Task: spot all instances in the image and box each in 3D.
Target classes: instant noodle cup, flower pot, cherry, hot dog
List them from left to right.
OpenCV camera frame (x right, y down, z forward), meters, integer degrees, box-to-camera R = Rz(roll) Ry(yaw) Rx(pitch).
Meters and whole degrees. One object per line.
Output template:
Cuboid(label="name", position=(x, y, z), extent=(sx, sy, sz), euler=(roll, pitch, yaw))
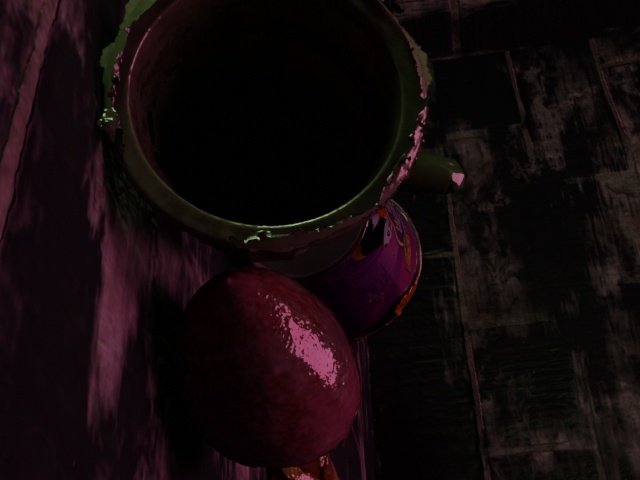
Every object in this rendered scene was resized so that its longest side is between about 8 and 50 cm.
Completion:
Cuboid(label="cherry", position=(-0.056, 0.113, 0.925), extent=(0.250, 0.175, 0.192), euler=(73, 3, -50))
Cuboid(label="flower pot", position=(-0.048, -0.099, 0.920), extent=(0.259, 0.290, 0.290), euler=(98, -12, -74))
Cuboid(label="hot dog", position=(-0.011, 0.363, 1.384), extent=(0.123, 0.093, 0.261), euler=(-90, 171, -48))
Cuboid(label="instant noodle cup", position=(0.000, 0.000, 1.330), extent=(0.190, 0.251, 0.251), euler=(51, 32, -60))

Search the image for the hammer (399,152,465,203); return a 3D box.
Cuboid(label="hammer", position=(0.021, -0.098, 1.186), extent=(0.119, 0.335, 0.206), euler=(122, -29, -56))

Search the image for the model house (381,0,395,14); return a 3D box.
Cuboid(label="model house", position=(-0.048, -0.327, 1.054), extent=(0.243, 0.284, 0.298), euler=(81, 5, -60))
